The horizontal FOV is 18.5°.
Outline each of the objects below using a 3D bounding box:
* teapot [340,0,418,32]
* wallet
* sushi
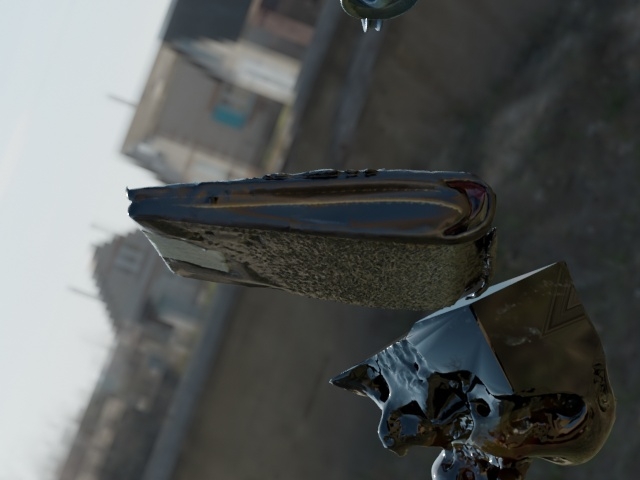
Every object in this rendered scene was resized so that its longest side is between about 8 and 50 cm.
[{"bbox_3d":[0.020,-0.154,1.030,0.063,0.049,0.083,-42,46,42],"label":"teapot"},{"bbox_3d":[0.000,0.000,1.460,0.221,0.262,0.071,64,-151,-79],"label":"wallet"},{"bbox_3d":[0.185,0.155,1.983,0.215,0.212,0.227,-23,-7,-44],"label":"sushi"}]
